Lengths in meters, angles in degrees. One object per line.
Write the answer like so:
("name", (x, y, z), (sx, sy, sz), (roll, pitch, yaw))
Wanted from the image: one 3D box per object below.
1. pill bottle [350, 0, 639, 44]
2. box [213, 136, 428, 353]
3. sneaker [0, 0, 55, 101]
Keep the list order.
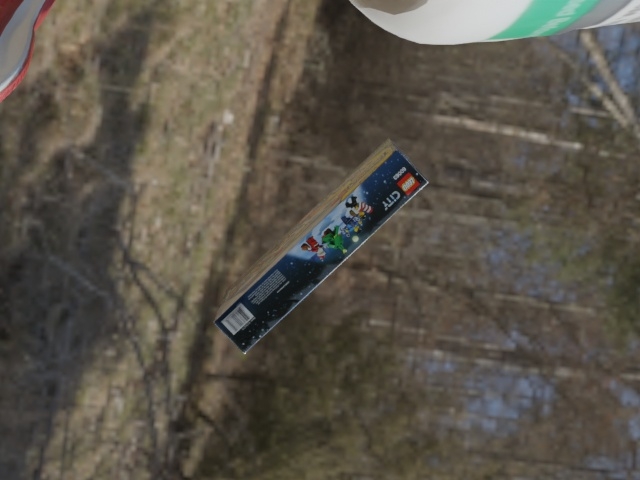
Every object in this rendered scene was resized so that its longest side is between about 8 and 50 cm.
("pill bottle", (0.177, -0.173, 0.362), (0.204, 0.361, 0.204), (171, -90, -77))
("box", (0.000, 0.000, 1.297), (0.233, 0.044, 0.159), (-43, -175, 6))
("sneaker", (-0.233, -0.166, 0.822), (0.087, 0.128, 0.221), (-39, -151, 12))
